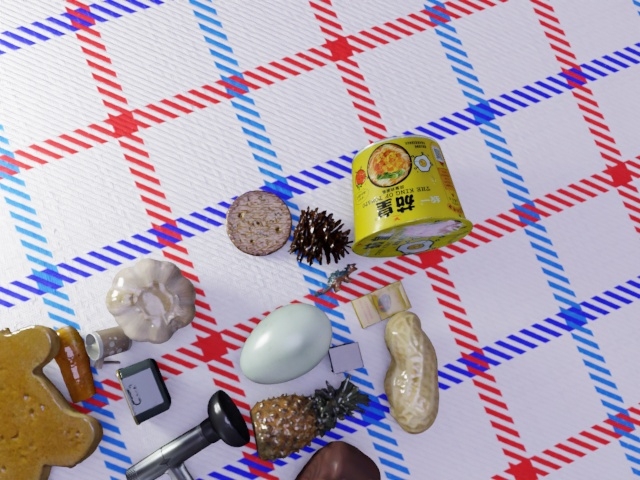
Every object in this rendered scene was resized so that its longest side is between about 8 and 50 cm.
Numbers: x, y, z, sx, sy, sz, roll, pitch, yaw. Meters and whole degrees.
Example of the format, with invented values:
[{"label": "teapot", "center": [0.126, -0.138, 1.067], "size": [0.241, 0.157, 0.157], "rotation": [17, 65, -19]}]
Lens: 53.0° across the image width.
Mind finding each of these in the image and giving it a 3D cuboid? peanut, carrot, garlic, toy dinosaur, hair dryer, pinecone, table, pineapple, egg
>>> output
[{"label": "peanut", "center": [0.243, 0.355, 1.736], "size": [0.153, 0.140, 0.325], "rotation": [-9, 81, 8]}, {"label": "carrot", "center": [-0.632, 0.316, 1.648], "size": [0.087, 0.087, 0.193], "rotation": [-22, 85, -10]}, {"label": "garlic", "center": [-0.436, 0.154, 1.662], "size": [0.227, 0.152, 0.228], "rotation": [6, 75, -24]}, {"label": "toy dinosaur", "center": [0.045, 0.113, 1.785], "size": [0.154, 0.049, 0.055], "rotation": [-35, 90, -16]}, {"label": "hair dryer", "center": [-0.294, 0.591, 1.669], "size": [0.320, 0.156, 0.284], "rotation": [-41, 109, 2]}, {"label": "pinecone", "center": [0.006, -0.004, 1.741], "size": [0.165, 0.163, 0.163], "rotation": [17, 80, -3]}, {"label": "table", "center": [0.063, 0.318, 1.742], "size": [0.083, 0.082, 0.070], "rotation": [-13, 84, -10]}, {"label": "pineapple", "center": [-0.014, 0.459, 1.683], "size": [0.340, 0.169, 0.169], "rotation": [-13, 84, -16]}, {"label": "egg", "center": [-0.090, 0.273, 1.677], "size": [0.264, 0.183, 0.183], "rotation": [-35, 88, -5]}]

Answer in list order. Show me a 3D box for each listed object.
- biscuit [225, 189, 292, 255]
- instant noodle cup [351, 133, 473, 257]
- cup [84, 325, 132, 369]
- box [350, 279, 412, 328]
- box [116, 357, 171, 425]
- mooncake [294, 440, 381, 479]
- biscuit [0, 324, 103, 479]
[{"label": "biscuit", "center": [-0.172, -0.048, 1.791], "size": [0.187, 0.027, 0.188], "rotation": [1, 83, -7]}, {"label": "instant noodle cup", "center": [0.223, -0.117, 1.727], "size": [0.325, 0.325, 0.254], "rotation": [-6, 73, -9]}, {"label": "cup", "center": [-0.541, 0.276, 1.654], "size": [0.099, 0.074, 0.102], "rotation": [-11, 91, -46]}, {"label": "box", "center": [0.172, 0.180, 1.808], "size": [0.155, 0.023, 0.087], "rotation": [-22, 83, -10]}, {"label": "box", "center": [-0.438, 0.372, 1.609], "size": [0.090, 0.201, 0.145], "rotation": [-22, 84, -14]}, {"label": "mooncake", "center": [0.001, 0.672, 1.573], "size": [0.174, 0.334, 0.326], "rotation": [35, 119, 0]}, {"label": "biscuit", "center": [-0.741, 0.418, 1.600], "size": [0.368, 0.076, 0.394], "rotation": [-37, 86, 4]}]
